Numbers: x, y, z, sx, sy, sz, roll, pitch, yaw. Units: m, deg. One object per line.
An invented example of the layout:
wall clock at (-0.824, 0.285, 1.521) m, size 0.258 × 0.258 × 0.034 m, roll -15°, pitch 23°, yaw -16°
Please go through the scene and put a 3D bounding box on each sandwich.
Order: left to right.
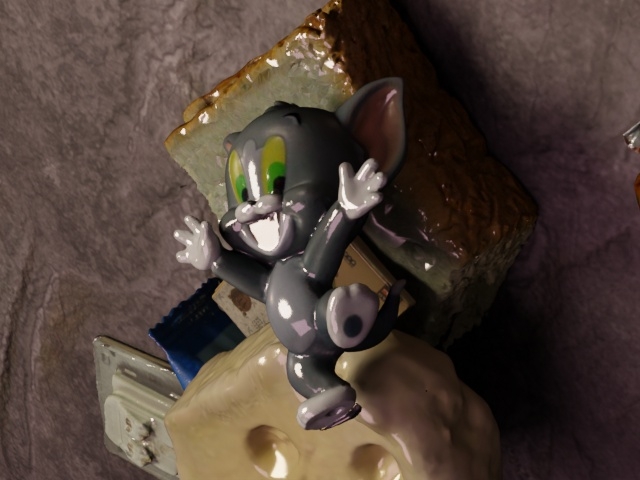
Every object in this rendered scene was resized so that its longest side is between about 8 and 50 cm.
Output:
sandwich at (0.032, -0.034, 1.184) m, size 0.262 × 0.131 × 0.325 m, roll -29°, pitch 98°, yaw 46°

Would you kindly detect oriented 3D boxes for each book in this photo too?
book at (-0.012, 0.052, 1.172) m, size 0.138 × 0.016 × 0.198 m, roll 49°, pitch 137°, yaw 5°

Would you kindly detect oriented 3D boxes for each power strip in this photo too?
power strip at (-0.214, 0.238, 1.628) m, size 0.213 × 0.064 × 0.198 m, roll 19°, pitch 127°, yaw 32°

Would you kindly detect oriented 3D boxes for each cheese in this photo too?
cheese at (0.011, 0.196, 1.157) m, size 0.326 × 0.115 × 0.318 m, roll 21°, pitch 132°, yaw 20°

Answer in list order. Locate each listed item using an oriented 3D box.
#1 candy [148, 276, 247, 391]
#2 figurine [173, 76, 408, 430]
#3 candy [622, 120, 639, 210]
candy at (-0.052, 0.197, 1.387) m, size 0.077 × 0.187 × 0.331 m, roll -37°, pitch 95°, yaw 22°
figurine at (0.004, 0.003, 1.013) m, size 0.193 × 0.140 × 0.265 m, roll -29°, pitch 79°, yaw 36°
candy at (0.278, -0.025, 1.038) m, size 0.046 × 0.053 × 0.182 m, roll 6°, pitch 119°, yaw 47°
